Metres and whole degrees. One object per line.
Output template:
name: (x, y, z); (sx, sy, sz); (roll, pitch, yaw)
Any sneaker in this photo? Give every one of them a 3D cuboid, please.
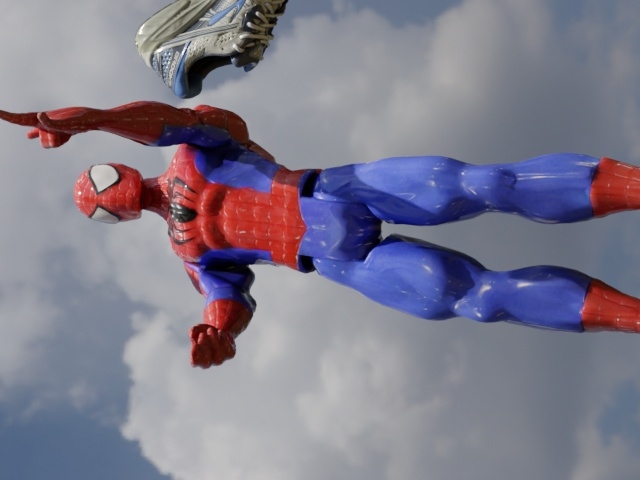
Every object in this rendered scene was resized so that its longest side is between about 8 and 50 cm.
sneaker: (-0.045, -0.133, 0.716); (0.058, 0.135, 0.052); (61, -163, 17)

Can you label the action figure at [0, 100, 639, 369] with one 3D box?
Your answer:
action figure: (0.000, 0.000, 0.418); (0.139, 0.280, 0.091); (-16, -69, -56)
